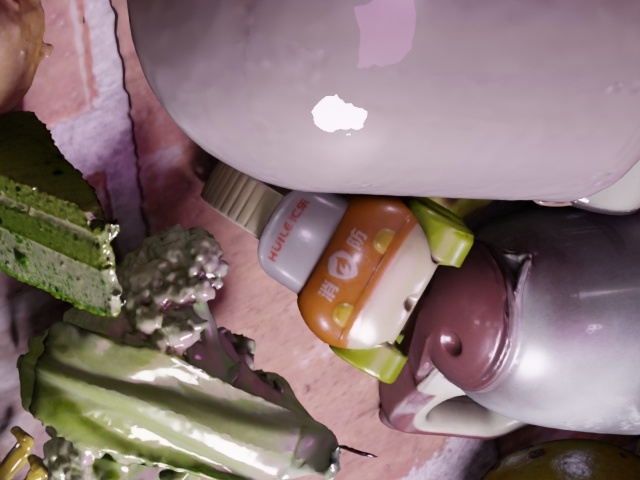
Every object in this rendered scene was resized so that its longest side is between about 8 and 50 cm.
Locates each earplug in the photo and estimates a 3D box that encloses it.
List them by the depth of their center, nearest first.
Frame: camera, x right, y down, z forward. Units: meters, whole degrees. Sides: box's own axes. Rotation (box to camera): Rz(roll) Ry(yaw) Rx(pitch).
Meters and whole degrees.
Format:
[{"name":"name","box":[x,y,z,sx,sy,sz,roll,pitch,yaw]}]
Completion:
[{"name":"earplug","box":[0.053,-0.186,1.464,0.394,0.312,0.313,-1,115,-37]}]

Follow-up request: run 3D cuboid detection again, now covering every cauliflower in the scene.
[{"name":"cauliflower","box":[-0.100,0.134,1.546,0.256,0.315,0.239,-59,166,-29]}]

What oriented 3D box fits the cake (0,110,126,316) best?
[{"name":"cake","box":[-0.222,-0.012,1.406,0.099,0.235,0.100,-17,118,-18]}]

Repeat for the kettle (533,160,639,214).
[{"name":"kettle","box":[0.293,-0.162,1.775,0.240,0.165,0.255,-24,137,-56]}]

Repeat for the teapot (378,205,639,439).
[{"name":"teapot","box":[0.215,0.096,1.843,0.312,0.233,0.315,3,140,-32]}]

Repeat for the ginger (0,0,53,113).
[{"name":"ginger","box":[-0.293,-0.177,1.324,0.152,0.138,0.267,-53,149,-18]}]

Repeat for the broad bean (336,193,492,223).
[{"name":"broad bean","box":[0.085,-0.044,1.747,0.206,0.072,0.153,-41,130,4]}]

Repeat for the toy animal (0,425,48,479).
[{"name":"toy animal","box":[-0.260,0.242,1.640,0.136,0.073,0.181,-46,146,3]}]

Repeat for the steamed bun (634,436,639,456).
[{"name":"steamed bun","box":[0.478,0.236,2.106,0.324,0.219,0.310,-42,157,-26]}]

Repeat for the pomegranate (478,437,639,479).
[{"name":"pomegranate","box":[0.244,0.345,1.955,0.290,0.323,0.291,10,74,-36]}]

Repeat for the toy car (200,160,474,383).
[{"name":"toy car","box":[0.000,0.000,1.594,0.235,0.235,0.145,25,97,-43]}]
